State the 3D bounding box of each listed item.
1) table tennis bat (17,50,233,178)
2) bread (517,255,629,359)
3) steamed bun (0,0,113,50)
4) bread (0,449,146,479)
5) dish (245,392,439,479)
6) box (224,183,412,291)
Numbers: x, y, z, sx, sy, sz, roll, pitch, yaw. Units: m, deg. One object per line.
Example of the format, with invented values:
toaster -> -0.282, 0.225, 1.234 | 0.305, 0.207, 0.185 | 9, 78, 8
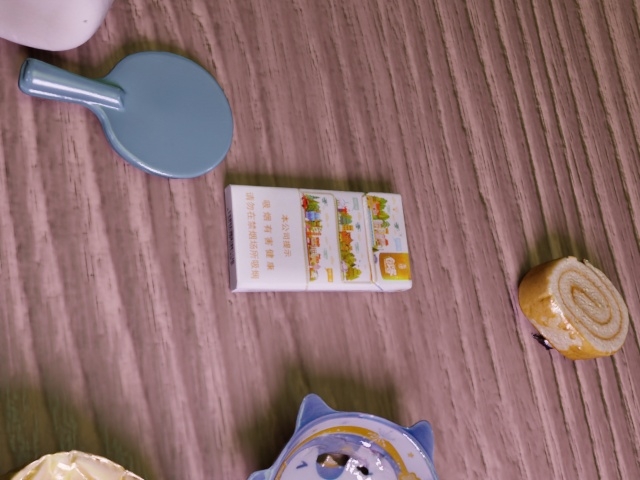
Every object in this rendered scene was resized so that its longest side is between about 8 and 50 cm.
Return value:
table tennis bat -> -0.206, -0.147, 0.924 | 0.237, 0.038, 0.149 | 12, 71, -28
bread -> 0.328, 0.085, 1.101 | 0.149, 0.073, 0.122 | 46, 55, -10
steamed bun -> -0.313, -0.300, 0.840 | 0.242, 0.164, 0.146 | 27, 63, -16
bread -> -0.196, 0.298, 0.733 | 0.250, 0.133, 0.179 | 36, 61, -14
dish -> 0.027, 0.273, 0.880 | 0.236, 0.086, 0.228 | 39, 60, -10
box -> 0.000, 0.000, 0.981 | 0.220, 0.032, 0.122 | 2, 74, -26
